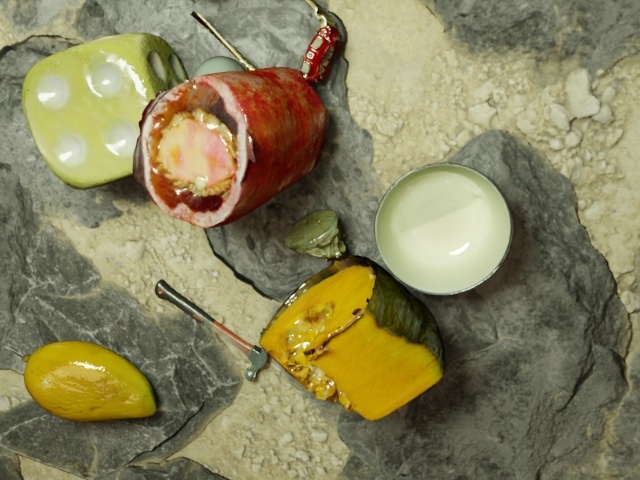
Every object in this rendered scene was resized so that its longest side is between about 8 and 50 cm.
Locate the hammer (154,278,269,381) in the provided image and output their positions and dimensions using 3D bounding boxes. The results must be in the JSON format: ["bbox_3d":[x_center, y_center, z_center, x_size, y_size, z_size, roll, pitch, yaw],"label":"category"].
[{"bbox_3d":[-0.232,0.178,1.235,0.287,0.033,0.111,34,107,1],"label":"hammer"}]

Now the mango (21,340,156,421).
[{"bbox_3d":[-0.509,0.315,1.273,0.316,0.119,0.176,15,98,1],"label":"mango"}]

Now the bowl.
[{"bbox_3d":[0.220,-0.032,1.058,0.237,0.126,0.238,2,104,9],"label":"bowl"}]

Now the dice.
[{"bbox_3d":[-0.369,-0.232,1.062,0.238,0.227,0.233,-16,102,12],"label":"dice"}]

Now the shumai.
[{"bbox_3d":[0.001,-0.001,1.130,0.123,0.099,0.087,-7,133,43],"label":"shumai"}]

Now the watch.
[{"bbox_3d":[-0.093,-0.387,1.049,0.268,0.102,0.165,39,109,4],"label":"watch"}]

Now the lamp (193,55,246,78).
[{"bbox_3d":[-0.184,-0.290,1.078,0.105,0.105,0.105,2,104,9],"label":"lamp"}]

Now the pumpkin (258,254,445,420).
[{"bbox_3d":[0.059,0.174,1.059,0.256,0.303,0.225,-46,113,-20],"label":"pumpkin"}]

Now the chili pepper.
[{"bbox_3d":[-0.134,-0.174,0.983,0.229,0.305,0.251,21,121,18],"label":"chili pepper"}]
